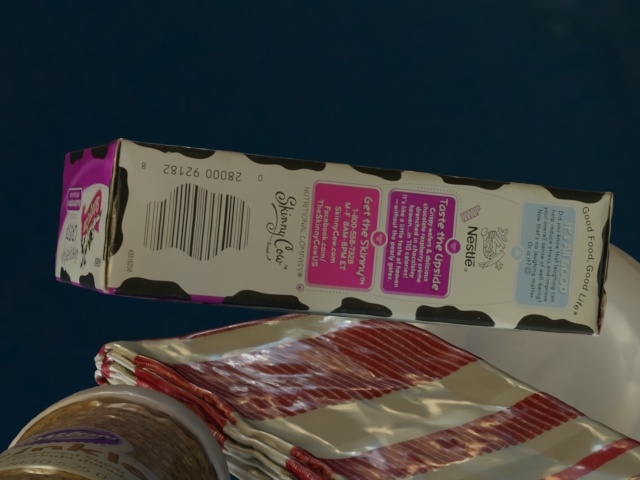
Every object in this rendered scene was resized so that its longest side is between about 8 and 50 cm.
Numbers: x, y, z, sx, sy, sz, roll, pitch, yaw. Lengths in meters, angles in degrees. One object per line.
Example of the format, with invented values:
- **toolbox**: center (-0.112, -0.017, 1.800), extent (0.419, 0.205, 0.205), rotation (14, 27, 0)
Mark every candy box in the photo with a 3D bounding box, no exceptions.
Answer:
- **candy box**: center (0.000, 0.000, 0.840), extent (0.159, 0.234, 0.071), rotation (-178, -88, -74)

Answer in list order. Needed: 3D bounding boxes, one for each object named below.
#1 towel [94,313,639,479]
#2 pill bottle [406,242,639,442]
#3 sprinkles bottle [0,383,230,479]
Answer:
- **towel**: center (0.057, 0.109, 0.997), extent (0.237, 0.037, 0.329), rotation (-8, -155, -44)
- **pill bottle**: center (0.134, 0.137, 1.435), extent (0.229, 0.407, 0.229), rotation (2, -103, -8)
- **sprinkles bottle**: center (-0.109, 0.141, 0.759), extent (0.121, 0.121, 0.355), rotation (-31, -179, 2)
